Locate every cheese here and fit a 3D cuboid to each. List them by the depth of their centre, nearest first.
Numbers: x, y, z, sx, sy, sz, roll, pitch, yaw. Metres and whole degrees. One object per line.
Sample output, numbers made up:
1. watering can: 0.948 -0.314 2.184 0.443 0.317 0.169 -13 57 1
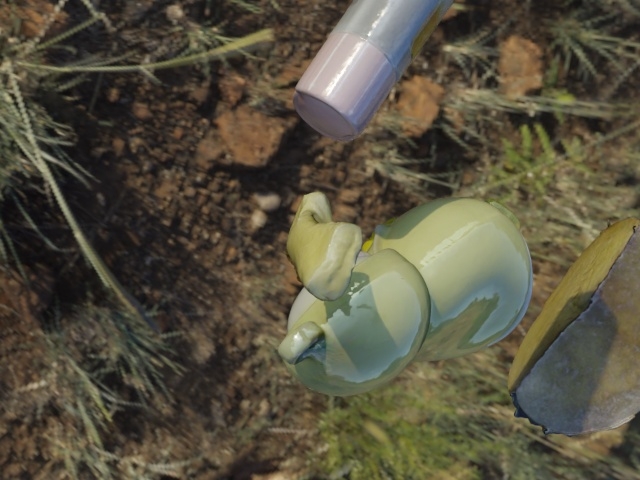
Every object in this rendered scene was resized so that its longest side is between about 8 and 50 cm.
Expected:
1. cheese: 0.000 0.000 0.562 0.030 0.083 0.044 24 104 -17

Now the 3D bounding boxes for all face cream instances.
1. face cream: 0.056 -0.157 0.690 0.057 0.084 0.198 33 83 -2

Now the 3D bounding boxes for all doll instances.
1. doll: 0.058 0.034 0.750 0.141 0.117 0.296 -46 159 29

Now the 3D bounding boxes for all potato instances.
1. potato: 0.306 0.100 1.133 0.138 0.098 0.243 34 98 -9
